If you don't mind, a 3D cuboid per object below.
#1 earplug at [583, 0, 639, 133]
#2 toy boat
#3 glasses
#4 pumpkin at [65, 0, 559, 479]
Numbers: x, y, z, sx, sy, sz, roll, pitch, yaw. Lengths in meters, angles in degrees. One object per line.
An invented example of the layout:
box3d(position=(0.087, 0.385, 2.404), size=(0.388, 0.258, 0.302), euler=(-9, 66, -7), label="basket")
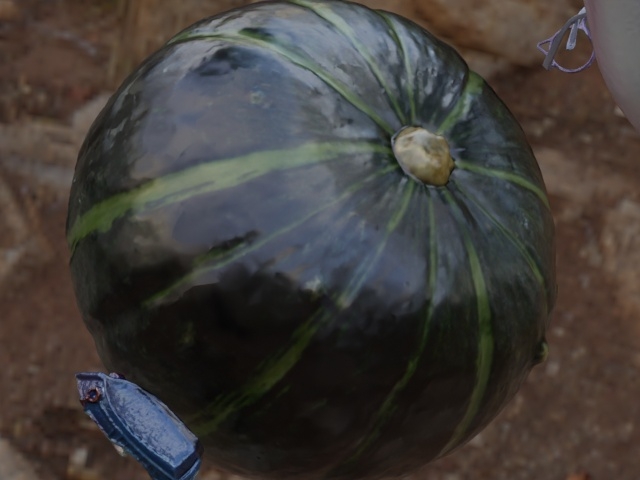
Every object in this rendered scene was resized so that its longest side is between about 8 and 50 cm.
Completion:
box3d(position=(0.335, -0.234, 1.892), size=(0.172, 0.301, 0.172), euler=(-12, 25, 6), label="earplug")
box3d(position=(-0.096, 0.097, 0.981), size=(0.083, 0.038, 0.038), euler=(44, 32, 3), label="toy boat")
box3d(position=(0.284, -0.240, 2.049), size=(0.062, 0.140, 0.104), euler=(49, 14, 18), label="glasses")
box3d(position=(0.000, 0.000, 1.198), size=(0.323, 0.241, 0.323), euler=(13, 63, -28), label="pumpkin")
